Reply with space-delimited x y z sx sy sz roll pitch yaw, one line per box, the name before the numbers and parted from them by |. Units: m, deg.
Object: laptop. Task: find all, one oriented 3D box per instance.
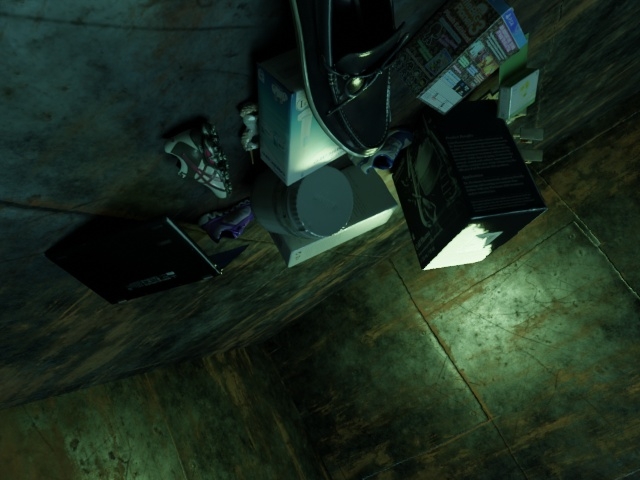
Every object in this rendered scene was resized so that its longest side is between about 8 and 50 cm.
laptop | -0.484 0.029 1.274 0.383 0.236 0.407 -16 138 13

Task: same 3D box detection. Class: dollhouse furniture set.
dollhouse furniture set | 0.700 -0.397 1.611 0.135 0.258 0.262 0 -178 -13

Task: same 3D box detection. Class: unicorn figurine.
unicorn figurine | -0.161 -0.289 1.057 0.111 0.060 0.161 -29 147 -3

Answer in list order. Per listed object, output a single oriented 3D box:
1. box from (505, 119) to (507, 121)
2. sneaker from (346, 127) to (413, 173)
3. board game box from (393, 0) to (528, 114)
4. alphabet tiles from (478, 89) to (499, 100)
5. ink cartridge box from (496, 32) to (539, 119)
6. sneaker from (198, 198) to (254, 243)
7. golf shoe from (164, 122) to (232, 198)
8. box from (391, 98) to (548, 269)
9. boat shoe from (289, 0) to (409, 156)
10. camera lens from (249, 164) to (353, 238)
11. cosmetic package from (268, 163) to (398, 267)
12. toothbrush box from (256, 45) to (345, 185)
box | 0.897 -0.592 1.986 0.094 0.027 0.137 -27 163 -9
sneaker | 0.232 -0.311 1.504 0.297 0.130 0.111 -23 159 -27
board game box | 0.378 -0.516 1.150 0.291 0.141 0.232 -40 160 29
alphabet tiles | 0.692 -0.535 1.837 0.285 0.011 0.343 -39 161 24
ink cartridge box | 0.677 -0.558 1.436 0.171 0.056 0.234 -35 134 -24
sneaker | -0.280 -0.060 1.404 0.237 0.104 0.095 -24 160 -24
golf shoe | -0.296 -0.190 1.064 0.120 0.105 0.272 -13 155 -4
box | 0.530 -0.197 1.632 0.298 0.470 0.479 -7 156 -11
boat shoe | 0.064 -0.348 0.770 0.187 0.156 0.499 -40 140 -18
camera lens | -0.065 -0.120 1.252 0.220 0.219 0.274 -19 -163 -34
cosmetic package | 0.031 -0.107 1.580 0.454 0.229 0.161 -24 162 -18
toothbrush box | -0.026 -0.303 1.004 0.217 0.126 0.295 -34 157 -22
